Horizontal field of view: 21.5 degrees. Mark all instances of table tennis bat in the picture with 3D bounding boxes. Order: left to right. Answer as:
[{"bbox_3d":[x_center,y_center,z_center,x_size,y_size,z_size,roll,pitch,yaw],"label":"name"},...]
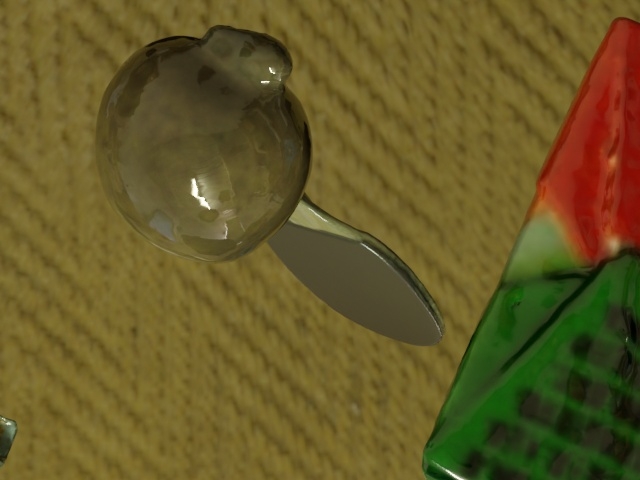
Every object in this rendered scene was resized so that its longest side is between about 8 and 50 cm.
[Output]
[{"bbox_3d":[0.000,0.000,1.129,0.022,0.138,0.246,-57,136,-19],"label":"table tennis bat"}]

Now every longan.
[{"bbox_3d":[-0.052,-0.049,0.785,0.106,0.106,0.119,24,123,-11],"label":"longan"}]

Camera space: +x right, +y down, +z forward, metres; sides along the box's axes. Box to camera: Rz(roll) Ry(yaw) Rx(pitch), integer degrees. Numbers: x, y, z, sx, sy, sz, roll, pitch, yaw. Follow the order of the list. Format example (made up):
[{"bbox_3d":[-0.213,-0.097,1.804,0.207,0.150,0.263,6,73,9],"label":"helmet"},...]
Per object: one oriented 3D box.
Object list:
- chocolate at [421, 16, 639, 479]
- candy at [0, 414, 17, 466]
[{"bbox_3d":[0.282,0.085,1.103,0.360,0.161,0.341,24,70,4],"label":"chocolate"},{"bbox_3d":[-0.289,0.131,1.087,0.182,0.046,0.053,0,79,2],"label":"candy"}]
